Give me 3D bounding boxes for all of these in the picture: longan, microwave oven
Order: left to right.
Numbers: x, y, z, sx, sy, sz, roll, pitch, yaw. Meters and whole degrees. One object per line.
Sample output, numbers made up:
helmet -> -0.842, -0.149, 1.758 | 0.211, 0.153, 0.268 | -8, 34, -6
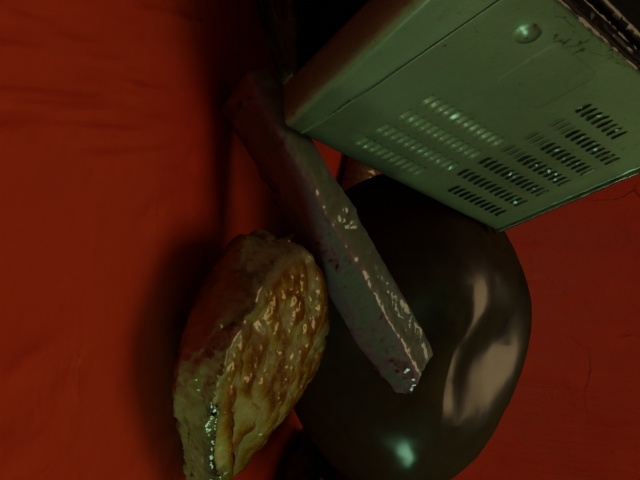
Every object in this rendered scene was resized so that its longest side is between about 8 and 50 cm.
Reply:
longan -> 0.081, 0.094, 0.805 | 0.288, 0.289, 0.349 | 38, 57, -75
microwave oven -> 0.142, -0.263, 0.655 | 0.333, 0.247, 0.394 | 21, 56, -36

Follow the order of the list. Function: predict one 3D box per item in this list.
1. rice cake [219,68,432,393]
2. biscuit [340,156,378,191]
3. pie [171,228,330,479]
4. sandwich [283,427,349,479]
rice cake -> 0.001, -0.002, 0.620 | 0.051, 0.081, 0.290 | -35, 100, -33
biscuit -> 0.050, -0.064, 1.095 | 0.061, 0.055, 0.219 | 66, 28, -43
pie -> -0.059, 0.092, 0.570 | 0.179, 0.084, 0.205 | -53, 152, -43
sandwich -> 0.017, 0.376, 0.904 | 0.325, 0.131, 0.262 | -57, 147, -60
